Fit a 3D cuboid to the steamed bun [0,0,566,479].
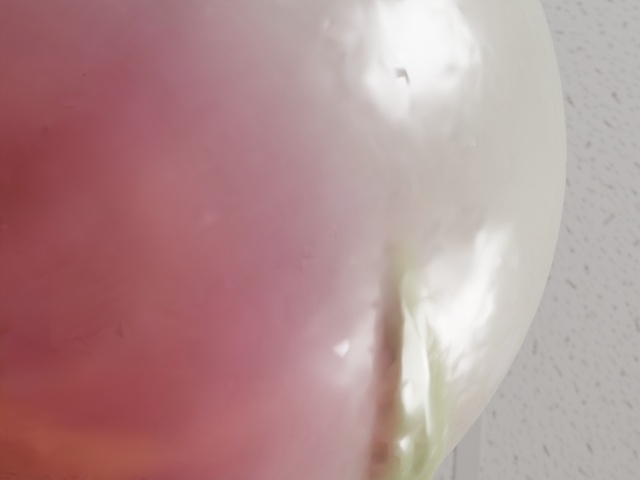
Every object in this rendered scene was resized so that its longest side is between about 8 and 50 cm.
[{"bbox_3d":[-0.075,-0.013,0.448,0.309,0.309,0.309,0,-77,-1],"label":"steamed bun"}]
